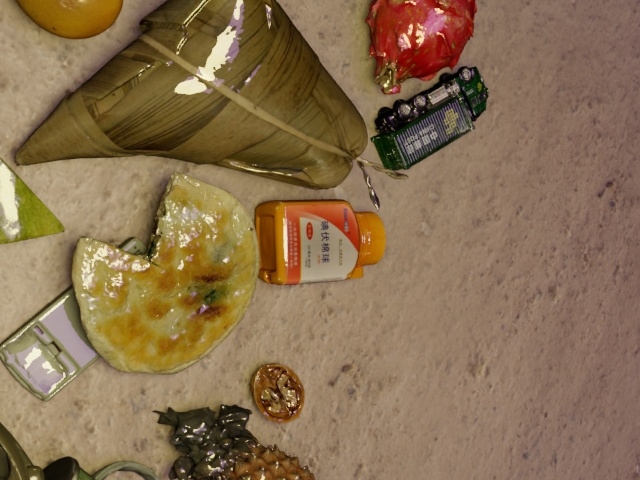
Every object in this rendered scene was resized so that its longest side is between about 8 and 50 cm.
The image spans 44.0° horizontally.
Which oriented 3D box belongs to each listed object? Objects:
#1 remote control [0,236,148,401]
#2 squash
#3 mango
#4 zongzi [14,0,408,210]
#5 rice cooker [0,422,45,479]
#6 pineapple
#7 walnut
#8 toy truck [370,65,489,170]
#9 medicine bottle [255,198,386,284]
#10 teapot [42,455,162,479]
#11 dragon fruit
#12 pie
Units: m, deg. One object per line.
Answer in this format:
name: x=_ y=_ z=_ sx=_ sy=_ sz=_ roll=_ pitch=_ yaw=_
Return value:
remote control: x=-0.371 y=0.124 z=1.271 sx=0.285 sy=0.038 sz=0.123 roll=-44 pitch=110 yaw=-20
squash: x=-0.483 y=-0.120 z=1.163 sx=0.169 sy=0.093 sz=0.252 roll=-13 pitch=98 yaw=-27
mango: x=-0.395 y=-0.425 z=1.181 sx=0.175 sy=0.139 sz=0.255 roll=-40 pitch=104 yaw=-30
zongzi: x=-0.169 y=-0.143 z=1.334 sx=0.467 sy=0.218 sz=0.500 roll=-41 pitch=124 yaw=3
rice cooker: x=-0.538 y=0.339 z=0.998 sx=0.325 sy=0.335 sz=0.335 roll=-48 pitch=113 yaw=-6
pineapple: x=-0.133 y=0.398 z=1.334 sx=0.223 sy=0.223 sz=0.357 roll=-37 pitch=91 yaw=-24
walnut: x=-0.083 y=0.272 z=1.429 sx=0.091 sy=0.052 sz=0.121 roll=-37 pitch=107 yaw=-22
toy truck: x=0.221 y=-0.247 z=1.571 sx=0.259 sy=0.088 sz=0.121 roll=-32 pitch=106 yaw=-24
medicine bottle: x=0.000 y=0.000 z=1.435 sx=0.222 sy=0.112 sz=0.150 roll=-3 pitch=93 yaw=-30
teapot: x=-0.330 y=0.468 z=1.228 sx=0.337 sy=0.200 sz=0.270 roll=47 pitch=41 yaw=-21
dragon fruit: x=0.181 y=-0.400 z=1.485 sx=0.205 sy=0.210 sz=0.268 roll=32 pitch=81 yaw=-9
pie: x=-0.233 y=0.066 z=1.270 sx=0.337 sy=0.075 sz=0.338 roll=-10 pitch=109 yaw=-31
